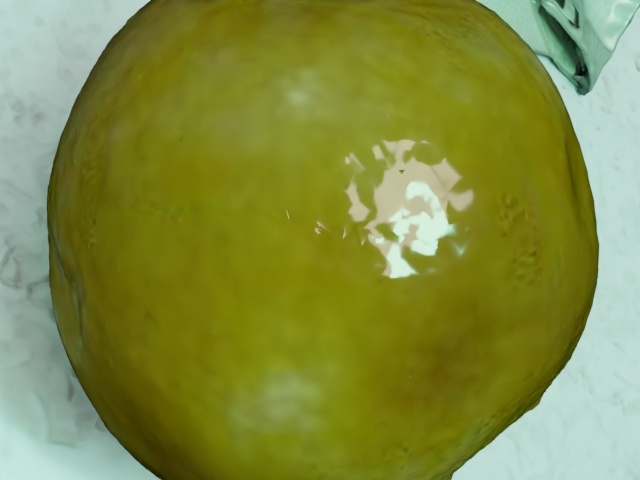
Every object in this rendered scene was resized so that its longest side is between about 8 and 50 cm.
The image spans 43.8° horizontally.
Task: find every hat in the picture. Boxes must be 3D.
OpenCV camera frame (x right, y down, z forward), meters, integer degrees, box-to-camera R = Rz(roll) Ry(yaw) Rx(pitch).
[{"bbox_3d":[0.248,-0.300,0.763,0.301,0.258,0.168,14,60,-16],"label":"hat"}]

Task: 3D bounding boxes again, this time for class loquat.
[{"bbox_3d":[0.000,0.000,0.475,0.328,0.328,0.328,7,76,-30],"label":"loquat"}]
